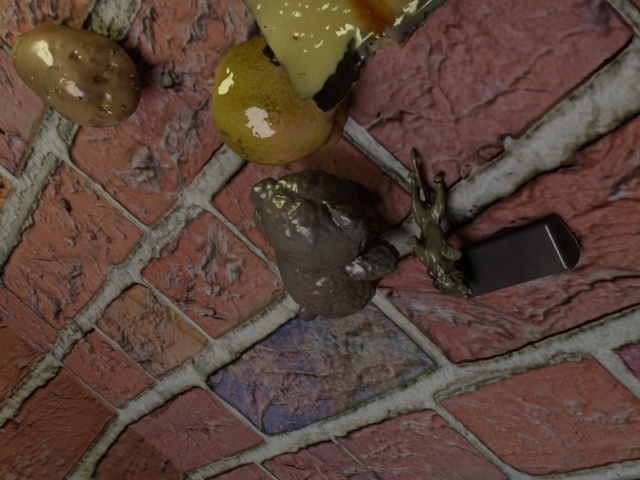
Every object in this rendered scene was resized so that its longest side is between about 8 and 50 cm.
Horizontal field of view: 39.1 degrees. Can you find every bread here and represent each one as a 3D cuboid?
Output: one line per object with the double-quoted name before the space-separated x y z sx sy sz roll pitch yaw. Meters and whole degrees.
"bread" -0.026 -0.346 0.848 0.405 0.242 0.345 34 145 -2

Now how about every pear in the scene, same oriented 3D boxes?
"pear" -0.047 -0.175 1.139 0.178 0.178 0.178 24 145 18

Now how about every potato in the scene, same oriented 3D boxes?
"potato" -0.377 -0.253 1.362 0.235 0.128 0.161 36 143 11

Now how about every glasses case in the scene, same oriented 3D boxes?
"glasses case" 0.254 0.023 1.197 0.072 0.042 0.191 54 145 -8

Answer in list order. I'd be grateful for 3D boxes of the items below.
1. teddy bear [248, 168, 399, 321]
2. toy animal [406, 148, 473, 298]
"teddy bear" 0.000 0.001 1.305 0.236 0.151 0.267 17 143 25
"toy animal" 0.148 -0.015 1.196 0.069 0.086 0.219 -12 105 13
